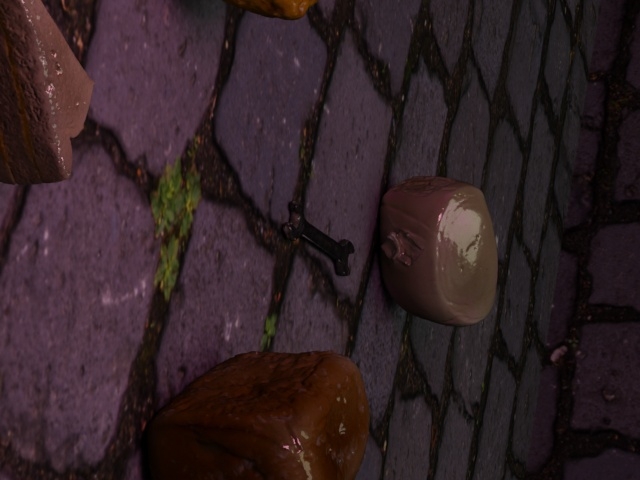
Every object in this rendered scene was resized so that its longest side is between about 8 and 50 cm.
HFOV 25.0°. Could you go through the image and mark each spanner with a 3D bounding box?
[{"bbox_3d":[0.000,0.000,1.917,0.254,0.015,0.054,35,62,-67],"label":"spanner"}]

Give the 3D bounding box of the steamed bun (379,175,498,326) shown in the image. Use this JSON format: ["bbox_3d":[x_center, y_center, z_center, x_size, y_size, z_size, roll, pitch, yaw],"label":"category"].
[{"bbox_3d":[0.164,0.027,2.170,0.152,0.170,0.238,-28,121,-39],"label":"steamed bun"}]

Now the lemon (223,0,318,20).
[{"bbox_3d":[-0.051,-0.345,1.453,0.204,0.204,0.260,30,53,-68],"label":"lemon"}]

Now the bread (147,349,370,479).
[{"bbox_3d":[-0.056,0.227,1.557,0.246,0.195,0.176,-39,126,-63],"label":"bread"}]

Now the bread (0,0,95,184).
[{"bbox_3d":[-0.247,-0.127,1.143,0.152,0.077,0.105,59,39,-55],"label":"bread"}]
